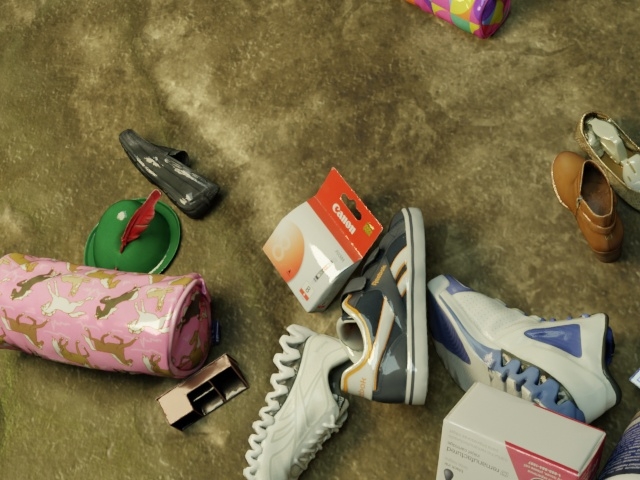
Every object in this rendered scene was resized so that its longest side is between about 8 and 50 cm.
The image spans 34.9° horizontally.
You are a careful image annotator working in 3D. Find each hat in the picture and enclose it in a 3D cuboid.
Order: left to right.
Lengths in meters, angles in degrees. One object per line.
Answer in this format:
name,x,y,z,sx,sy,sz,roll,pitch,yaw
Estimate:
hat,-0.337,-0.036,1.658,0.208,0.183,0.173,-34,59,2

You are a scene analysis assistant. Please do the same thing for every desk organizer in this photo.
desk organizer,-0.179,0.232,1.552,0.130,0.047,0.050,-33,61,2

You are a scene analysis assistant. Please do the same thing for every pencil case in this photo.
pencil case,-0.357,0.114,1.610,0.386,0.167,0.160,5,104,22
pencil case,0.210,-0.425,1.701,0.236,0.104,0.104,32,79,30

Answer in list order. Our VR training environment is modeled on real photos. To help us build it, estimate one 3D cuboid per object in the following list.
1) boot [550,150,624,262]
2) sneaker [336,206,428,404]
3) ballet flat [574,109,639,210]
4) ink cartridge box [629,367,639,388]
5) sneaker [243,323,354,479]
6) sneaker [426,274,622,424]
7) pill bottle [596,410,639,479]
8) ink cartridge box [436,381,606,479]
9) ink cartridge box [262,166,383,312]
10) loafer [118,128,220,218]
boot,0.378,-0.077,1.440,0.073,0.152,0.197,-25,60,7
sneaker,0.089,0.081,1.452,0.127,0.126,0.321,2,51,3
ballet flat,0.443,-0.116,1.485,0.073,0.067,0.206,-38,59,-3
ink cartridge box,0.549,0.178,1.318,0.206,0.045,0.208,-45,60,-5
sneaker,-0.029,0.265,1.455,0.118,0.110,0.292,11,70,14
sneaker,0.294,0.152,1.388,0.182,0.127,0.315,-23,41,-20
pill bottle,0.392,0.309,1.175,0.153,0.153,0.265,19,31,26
ink cartridge box,0.234,0.319,1.248,0.172,0.237,0.100,19,33,27
ink cartridge box,0.000,0.000,1.553,0.145,0.045,0.179,53,126,31
loafer,-0.260,-0.125,1.742,0.078,0.076,0.223,-44,64,-10
